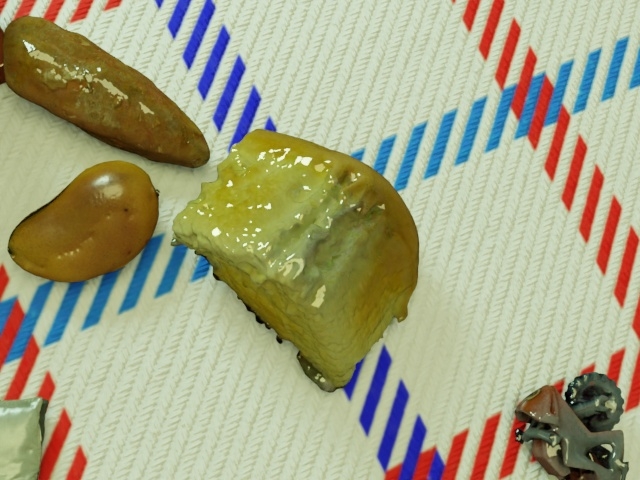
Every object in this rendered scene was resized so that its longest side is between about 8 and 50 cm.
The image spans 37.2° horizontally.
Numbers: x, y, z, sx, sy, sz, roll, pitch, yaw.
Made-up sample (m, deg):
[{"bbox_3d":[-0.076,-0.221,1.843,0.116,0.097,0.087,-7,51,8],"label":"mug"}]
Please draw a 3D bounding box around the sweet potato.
[{"bbox_3d":[-0.229,-0.152,1.029,0.252,0.097,0.097,31,73,-6],"label":"sweet potato"}]

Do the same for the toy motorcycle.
[{"bbox_3d":[0.255,0.240,0.993,0.118,0.084,0.212,10,79,-14],"label":"toy motorcycle"}]

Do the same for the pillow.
[{"bbox_3d":[-0.386,0.223,0.921,0.230,0.050,0.148,1,70,-5],"label":"pillow"}]

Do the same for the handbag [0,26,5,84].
[{"bbox_3d":[-0.428,-0.241,1.036,0.127,0.063,0.190,-30,84,-14],"label":"handbag"}]

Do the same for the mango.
[{"bbox_3d":[-0.239,-0.014,0.992,0.159,0.084,0.105,-32,97,5],"label":"mango"}]

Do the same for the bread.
[{"bbox_3d":[0.000,0.000,0.983,0.262,0.162,0.204,43,62,-10],"label":"bread"}]
